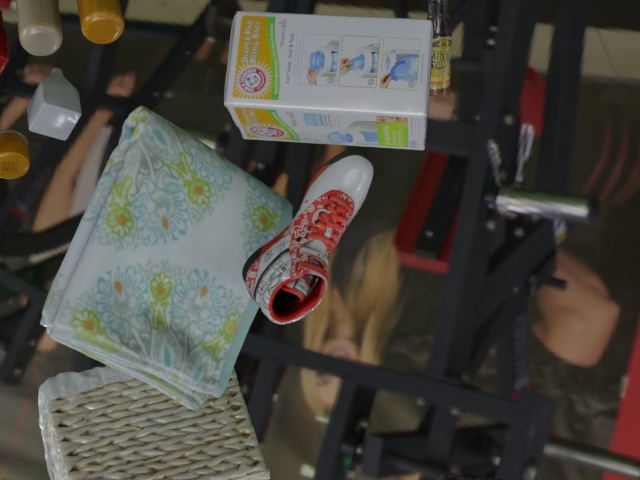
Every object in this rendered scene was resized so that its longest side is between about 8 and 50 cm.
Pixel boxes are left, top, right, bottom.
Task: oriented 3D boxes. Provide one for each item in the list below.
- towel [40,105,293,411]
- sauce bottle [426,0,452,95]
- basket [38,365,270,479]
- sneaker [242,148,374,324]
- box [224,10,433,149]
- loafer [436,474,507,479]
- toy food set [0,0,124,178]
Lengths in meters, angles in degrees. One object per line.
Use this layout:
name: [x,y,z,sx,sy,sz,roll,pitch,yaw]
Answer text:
towel: [-0.219,0.035,1.582,0.090,0.375,0.320,3,156,46]
sauce bottle: [0.144,-0.247,1.313,0.042,0.128,0.042,-2,-154,1]
basket: [-0.282,0.389,1.758,0.331,0.266,0.328,-10,141,-18]
sneaker: [0.000,0.001,1.510,0.090,0.270,0.145,37,-170,-30]
box: [0.012,-0.164,1.087,0.203,0.103,0.114,4,167,6]
loafer: [0.195,0.327,1.220,0.095,0.109,0.302,-4,168,-3]
toy food set: [-0.289,-0.177,1.028,0.111,0.105,0.232,14,132,-33]
